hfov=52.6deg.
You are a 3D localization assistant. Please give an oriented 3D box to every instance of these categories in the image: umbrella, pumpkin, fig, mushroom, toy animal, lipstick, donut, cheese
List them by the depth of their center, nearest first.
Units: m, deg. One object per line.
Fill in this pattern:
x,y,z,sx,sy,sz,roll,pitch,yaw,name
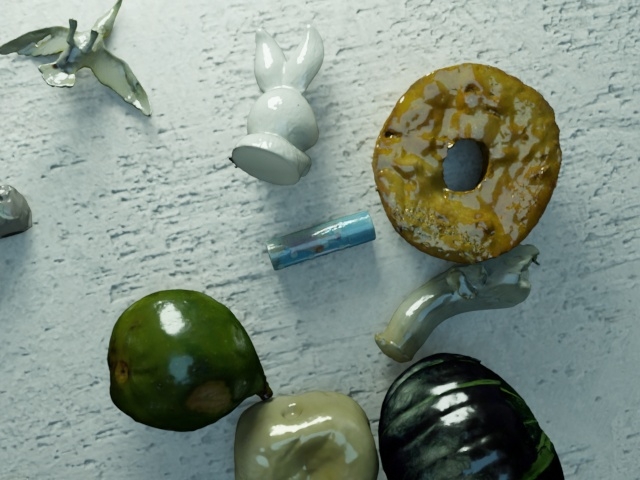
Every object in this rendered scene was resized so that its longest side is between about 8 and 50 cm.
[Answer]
-0.567,-0.003,0.873,0.338,0.073,0.067,-15,64,-5,umbrella
-0.307,-0.266,0.874,0.219,0.095,0.155,30,95,-9,toy animal
0.178,0.310,0.888,0.296,0.296,0.295,-1,94,-7,pumpkin
-0.171,0.173,0.901,0.245,0.195,0.195,22,92,-44,fig
-0.050,-0.188,0.925,0.104,0.131,0.220,3,65,24,toy animal
0.200,-0.108,0.940,0.278,0.108,0.277,-1,95,-7,donut
-0.029,0.326,0.943,0.218,0.117,0.235,29,90,-7,cheese
0.000,0.000,0.955,0.158,0.048,0.048,-17,96,-5,lipstick
0.205,0.087,0.970,0.278,0.099,0.096,-28,86,1,mushroom
